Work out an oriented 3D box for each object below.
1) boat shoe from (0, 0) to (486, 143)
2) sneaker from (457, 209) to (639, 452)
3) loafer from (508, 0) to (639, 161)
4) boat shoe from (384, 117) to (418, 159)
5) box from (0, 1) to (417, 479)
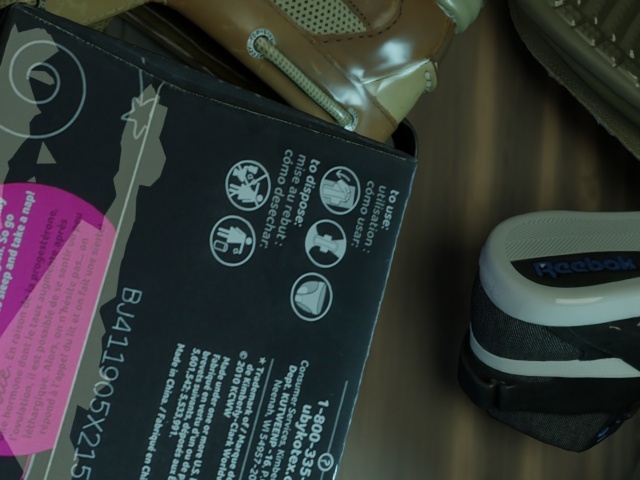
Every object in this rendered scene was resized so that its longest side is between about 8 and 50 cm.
[{"bbox_3d":[-0.085,-0.125,0.499,0.324,0.122,0.120,25,89,-20],"label":"boat shoe"},{"bbox_3d":[0.169,0.045,0.636,0.216,0.121,0.079,3,46,-8],"label":"sneaker"},{"bbox_3d":[0.196,-0.063,0.675,0.268,0.092,0.102,34,64,-7],"label":"loafer"},{"bbox_3d":[-0.001,-0.001,0.590,0.049,0.042,0.133,36,74,-26],"label":"boat shoe"},{"bbox_3d":[-0.091,0.066,0.482,0.163,0.142,0.247,19,82,-29],"label":"box"}]
